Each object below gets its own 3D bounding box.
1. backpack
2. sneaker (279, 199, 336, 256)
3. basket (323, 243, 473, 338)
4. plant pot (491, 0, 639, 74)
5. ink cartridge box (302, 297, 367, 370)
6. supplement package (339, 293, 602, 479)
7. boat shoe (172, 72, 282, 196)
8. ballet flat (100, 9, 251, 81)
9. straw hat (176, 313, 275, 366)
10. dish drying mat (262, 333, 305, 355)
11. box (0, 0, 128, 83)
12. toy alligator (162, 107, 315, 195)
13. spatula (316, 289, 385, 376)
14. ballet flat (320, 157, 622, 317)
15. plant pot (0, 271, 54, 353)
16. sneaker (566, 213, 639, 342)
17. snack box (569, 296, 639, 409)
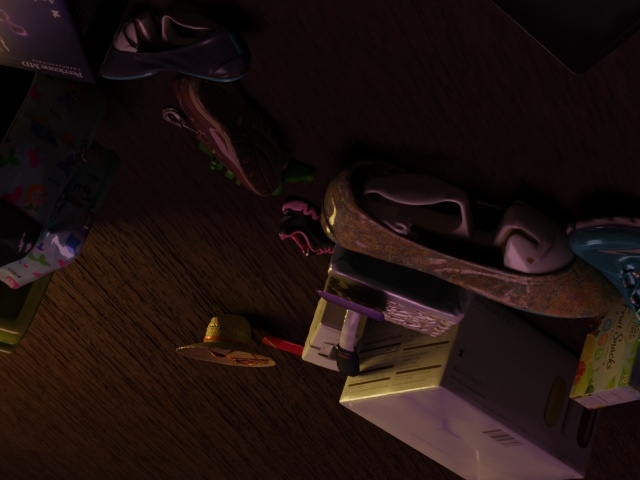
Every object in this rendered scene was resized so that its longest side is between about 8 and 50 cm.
[{"bbox_3d":[-0.340,-0.081,1.895,0.191,0.253,0.225,29,149,-28],"label":"backpack"},{"bbox_3d":[0.000,0.000,2.043,0.119,0.057,0.047,27,151,-19],"label":"sneaker"},{"bbox_3d":[0.094,0.030,1.978,0.167,0.113,0.103,21,158,-3],"label":"basket"},{"bbox_3d":[0.203,-0.269,1.252,0.187,0.188,0.167,35,138,-30],"label":"plant pot"},{"bbox_3d":[0.026,0.095,2.162,0.056,0.099,0.135,19,155,-3],"label":"ink cartridge box"},{"bbox_3d":[0.199,0.193,2.181,0.262,0.145,0.204,33,152,-28],"label":"supplement package"},{"bbox_3d":[-0.101,-0.122,1.864,0.060,0.064,0.178,8,142,45],"label":"boat shoe"},{"bbox_3d":[-0.158,-0.204,1.750,0.203,0.074,0.074,6,152,37],"label":"ballet flat"},{"bbox_3d":[-0.129,0.135,2.388,0.144,0.061,0.144,7,167,2],"label":"straw hat"},{"bbox_3d":[-0.042,0.152,2.422,0.083,0.008,0.032,19,153,1],"label":"dish drying mat"},{"bbox_3d":[-0.290,-0.263,1.665,0.153,0.108,0.207,12,153,13],"label":"box"},{"bbox_3d":[-0.100,-0.092,1.934,0.189,0.051,0.056,22,154,-7],"label":"toy alligator"},{"bbox_3d":[0.034,0.114,2.034,0.084,0.030,0.296,21,158,8],"label":"spatula"},{"bbox_3d":[0.170,-0.007,1.862,0.348,0.123,0.123,17,154,5],"label":"ballet flat"},{"bbox_3d":[-0.450,0.012,2.191,0.228,0.227,0.207,21,160,-5],"label":"plant pot"},{"bbox_3d":[0.374,0.059,1.843,0.275,0.110,0.107,34,151,-26],"label":"sneaker"},{"bbox_3d":[0.345,0.118,1.940,0.037,0.141,0.100,32,151,-24],"label":"snack box"}]
